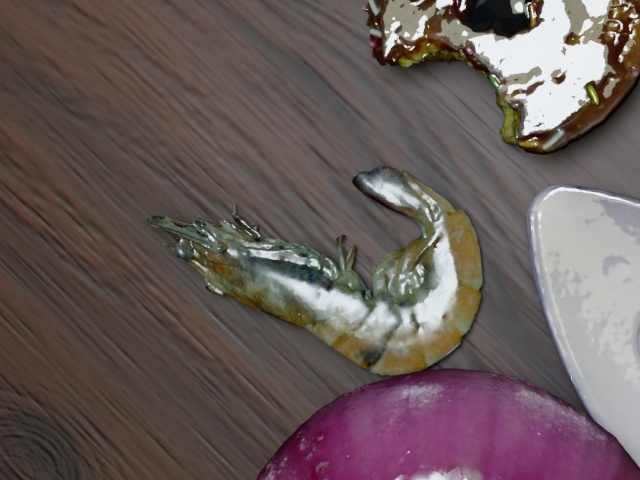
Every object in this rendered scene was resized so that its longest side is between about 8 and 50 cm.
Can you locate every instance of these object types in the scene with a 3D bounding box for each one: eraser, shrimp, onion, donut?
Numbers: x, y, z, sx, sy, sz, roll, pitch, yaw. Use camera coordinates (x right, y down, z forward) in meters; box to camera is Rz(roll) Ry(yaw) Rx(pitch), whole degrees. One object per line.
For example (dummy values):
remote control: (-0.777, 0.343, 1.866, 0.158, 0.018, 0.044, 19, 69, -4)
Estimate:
eraser: (0.263, 0.048, 1.109, 0.204, 0.059, 0.243, -43, 86, 13)
shrimp: (0.000, 0.000, 1.182, 0.296, 0.058, 0.169, 25, 91, 8)
onion: (0.109, 0.275, 1.041, 0.358, 0.345, 0.358, 3, 82, -18)
donut: (0.159, -0.189, 1.107, 0.230, 0.096, 0.216, 22, 95, 12)
